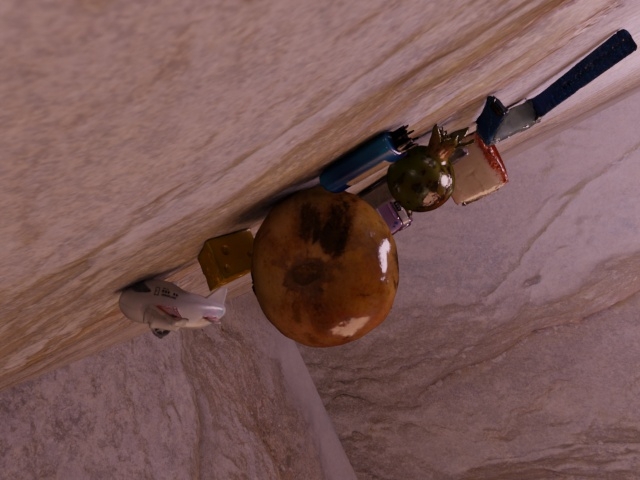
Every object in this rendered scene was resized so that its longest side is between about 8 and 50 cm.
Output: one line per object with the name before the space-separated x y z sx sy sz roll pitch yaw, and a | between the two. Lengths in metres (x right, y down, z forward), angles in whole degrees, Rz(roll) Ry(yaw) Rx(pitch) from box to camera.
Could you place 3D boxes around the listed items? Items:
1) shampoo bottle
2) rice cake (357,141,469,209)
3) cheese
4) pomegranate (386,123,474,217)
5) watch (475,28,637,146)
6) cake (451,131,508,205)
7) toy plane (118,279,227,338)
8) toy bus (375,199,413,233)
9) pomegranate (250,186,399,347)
shampoo bottle | 0.089 -0.144 0.918 0.183 0.050 0.087 -28 171 32
rice cake | 0.221 -0.161 1.335 0.070 0.064 0.399 -34 -178 -41
cheese | -0.232 0.055 1.189 0.126 0.093 0.171 -21 175 -45
pomegranate | 0.235 -0.146 1.088 0.220 0.156 0.156 -35 170 39
watch | 0.461 -0.304 1.081 0.276 0.068 0.274 -25 170 5
cake | 0.398 -0.243 1.437 0.158 0.159 0.262 -28 -151 23
toy plane | -0.353 0.156 1.250 0.252 0.118 0.252 14 -169 -3
toy bus | 0.208 -0.080 1.707 0.142 0.142 0.202 -31 174 3
pomegranate | 0.007 0.052 1.050 0.322 0.322 0.322 -25 175 -2
